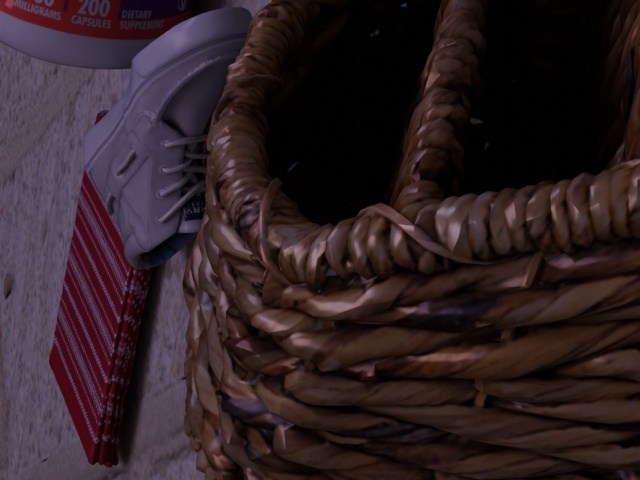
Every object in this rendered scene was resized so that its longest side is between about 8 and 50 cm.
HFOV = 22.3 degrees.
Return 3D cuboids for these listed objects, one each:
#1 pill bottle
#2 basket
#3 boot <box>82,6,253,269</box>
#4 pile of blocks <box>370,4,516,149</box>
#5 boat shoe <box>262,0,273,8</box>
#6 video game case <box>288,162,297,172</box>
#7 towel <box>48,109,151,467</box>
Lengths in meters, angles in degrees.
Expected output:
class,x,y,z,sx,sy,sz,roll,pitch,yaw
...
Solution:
class,x,y,z,sx,sy,sz,roll,pitch,yaw
pill bottle,-0.163,-0.305,1.232,0.181,0.181,0.323,-127,44,-52
basket,0.075,-0.051,0.564,0.299,0.213,0.223,-70,-3,-53
boot,-0.099,-0.068,1.224,0.258,0.095,0.123,-42,66,58
pile of blocks,0.067,-0.110,0.850,0.149,0.112,0.362,-16,79,45
boat shoe,-0.001,-0.220,1.016,0.068,0.081,0.228,-9,88,61
video game case,0.000,0.000,1.065,0.274,0.026,0.196,55,137,49
towel,-0.195,0.044,1.468,0.199,0.031,0.275,-129,48,-56
